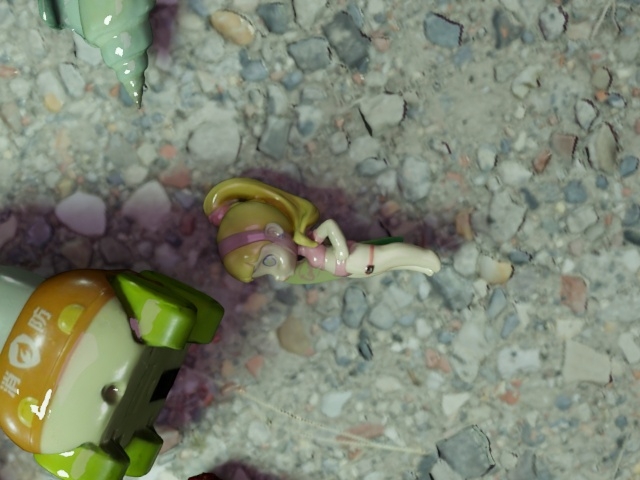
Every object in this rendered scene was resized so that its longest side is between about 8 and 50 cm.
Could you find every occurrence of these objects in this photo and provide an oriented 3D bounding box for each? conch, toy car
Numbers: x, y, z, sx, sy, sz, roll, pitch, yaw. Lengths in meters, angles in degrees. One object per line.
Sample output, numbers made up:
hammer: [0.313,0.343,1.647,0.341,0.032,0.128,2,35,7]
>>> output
conch: [-0.163,-0.186,1.172,0.065,0.088,0.180,-13,90,-50]
toy car: [-0.202,0.068,1.115,0.235,0.235,0.145,25,90,-10]

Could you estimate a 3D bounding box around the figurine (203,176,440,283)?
figurine: [0.000,0.000,1.204,0.187,0.083,0.083,7,94,-2]

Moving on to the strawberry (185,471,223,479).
strawberry: [-0.078,0.227,1.207,0.083,0.083,0.096,-20,83,-6]
